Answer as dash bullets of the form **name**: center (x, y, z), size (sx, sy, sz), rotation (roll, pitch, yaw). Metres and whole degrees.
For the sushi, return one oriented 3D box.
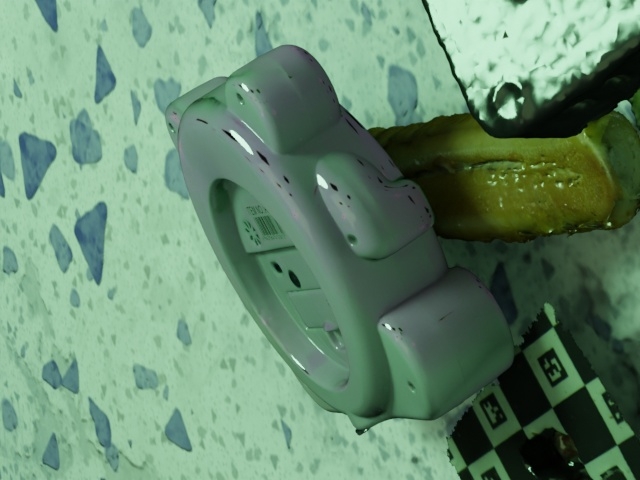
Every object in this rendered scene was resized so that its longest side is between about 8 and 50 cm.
- **sushi**: center (0.175, 0.163, 1.058), size (0.210, 0.040, 0.193), rotation (58, 148, 21)

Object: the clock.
- **clock**: center (0.000, 0.000, 1.102), size (0.248, 0.090, 0.227), rotation (60, 159, -8)

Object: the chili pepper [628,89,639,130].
- **chili pepper**: center (0.180, -0.183, 0.889), size (0.265, 0.116, 0.148), rotation (66, 155, 16)

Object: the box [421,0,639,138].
- **box**: center (0.102, -0.242, 0.837), size (0.211, 0.058, 0.350), rotation (-37, 66, 38)

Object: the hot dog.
- **hot dog**: center (0.098, -0.043, 1.068), size (0.289, 0.068, 0.083), rotation (1, 108, 58)
